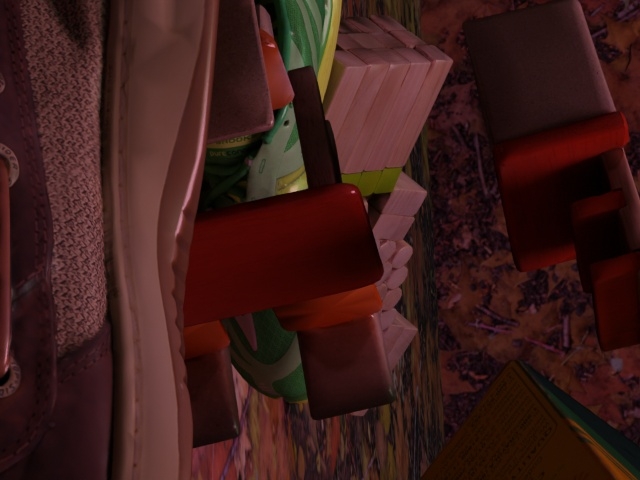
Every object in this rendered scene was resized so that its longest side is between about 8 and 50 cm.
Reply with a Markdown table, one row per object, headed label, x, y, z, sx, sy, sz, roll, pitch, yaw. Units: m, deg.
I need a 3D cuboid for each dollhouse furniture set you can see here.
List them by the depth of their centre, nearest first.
| label | x | y | z | sx | sy | sz | roll | pitch | yaw |
| --- | --- | --- | --- | --- | --- | --- | --- | --- | --- |
| dollhouse furniture set | 0.000 | 0.000 | 0.733 | 0.262 | 0.259 | 0.135 | 67 | 11 | -60 |

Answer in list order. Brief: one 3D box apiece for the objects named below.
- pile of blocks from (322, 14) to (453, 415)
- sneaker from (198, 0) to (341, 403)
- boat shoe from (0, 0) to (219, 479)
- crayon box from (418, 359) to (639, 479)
| label | x | y | z | sx | sy | sz | roll | pitch | yaw |
| --- | --- | --- | --- | --- | --- | --- | --- | --- | --- |
| pile of blocks | -0.011 | -0.016 | 1.247 | 0.112 | 0.149 | 0.362 | 41 | -35 | 32 |
| sneaker | -0.045 | -0.048 | 1.050 | 0.123 | 0.109 | 0.296 | -11 | 97 | -63 |
| boat shoe | -0.107 | 0.031 | 0.521 | 0.123 | 0.123 | 0.342 | 139 | -41 | -64 |
| crayon box | 0.072 | 0.179 | 0.674 | 0.202 | 0.081 | 0.318 | -53 | -171 | 6 |
